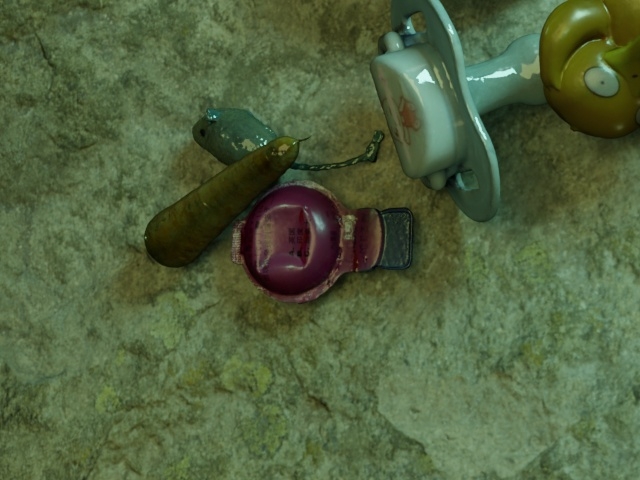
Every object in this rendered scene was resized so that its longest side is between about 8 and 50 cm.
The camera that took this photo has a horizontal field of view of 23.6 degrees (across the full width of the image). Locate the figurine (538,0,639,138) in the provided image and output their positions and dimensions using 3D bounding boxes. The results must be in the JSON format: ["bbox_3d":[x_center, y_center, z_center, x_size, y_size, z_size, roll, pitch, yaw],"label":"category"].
[{"bbox_3d":[0.347,-0.228,1.662,0.215,0.215,0.228,3,62,27],"label":"figurine"}]

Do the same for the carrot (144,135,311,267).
[{"bbox_3d":[-0.107,-0.059,1.877,0.298,0.078,0.078,-35,68,35],"label":"carrot"}]

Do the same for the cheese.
[{"bbox_3d":[0.000,0.000,1.856,0.244,0.062,0.155,-2,82,25],"label":"cheese"}]

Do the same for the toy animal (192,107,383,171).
[{"bbox_3d":[-0.052,-0.115,1.897,0.253,0.070,0.079,12,105,24],"label":"toy animal"}]

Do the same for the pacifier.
[{"bbox_3d":[0.178,-0.169,1.748,0.225,0.238,0.287,-17,93,-9],"label":"pacifier"}]
